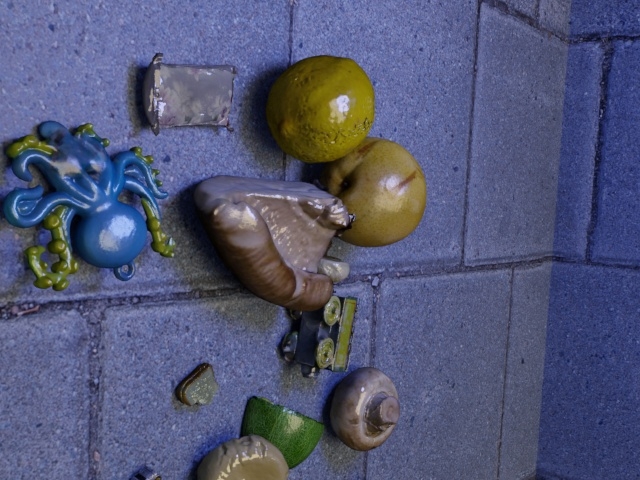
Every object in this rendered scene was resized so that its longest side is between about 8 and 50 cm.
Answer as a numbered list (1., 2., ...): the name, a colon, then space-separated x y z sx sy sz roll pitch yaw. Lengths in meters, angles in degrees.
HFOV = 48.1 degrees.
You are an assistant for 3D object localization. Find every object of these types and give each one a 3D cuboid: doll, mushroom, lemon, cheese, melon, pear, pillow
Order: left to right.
1. doll: -0.445 -0.067 1.367 0.346 0.099 0.341 -38 110 -47
2. pillow: -0.282 -0.309 1.547 0.255 0.059 0.169 -10 103 -51
3. cheese: -0.178 0.571 1.706 0.214 0.117 0.225 -25 116 -24
4. mushroom: -0.144 0.006 1.671 0.397 0.224 0.313 3 107 -44
5. melon: -0.087 0.521 1.845 0.265 0.129 0.169 39 68 -47
6. lemon: 0.007 -0.324 1.741 0.310 0.258 0.257 -51 131 -43
7. mushroom: 0.139 0.488 2.077 0.255 0.184 0.254 17 68 -48
8. pear: 0.134 -0.126 1.902 0.314 0.314 0.314 -9 102 -50

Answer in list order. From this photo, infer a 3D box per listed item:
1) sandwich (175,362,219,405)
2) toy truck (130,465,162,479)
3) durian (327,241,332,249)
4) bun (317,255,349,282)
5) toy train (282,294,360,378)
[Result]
1. sandwich: -0.282 0.344 1.649 0.105 0.036 0.093 -37 123 -41
2. toy truck: -0.371 0.556 1.556 0.063 0.052 0.123 -29 119 -38
3. durian: 0.000 0.000 1.916 0.091 0.080 0.080 31 70 -36
4. bun: 0.020 0.079 1.933 0.115 0.115 0.069 5 98 -51
5. toy train: 0.000 0.235 1.912 0.177 0.134 0.260 16 83 -59
